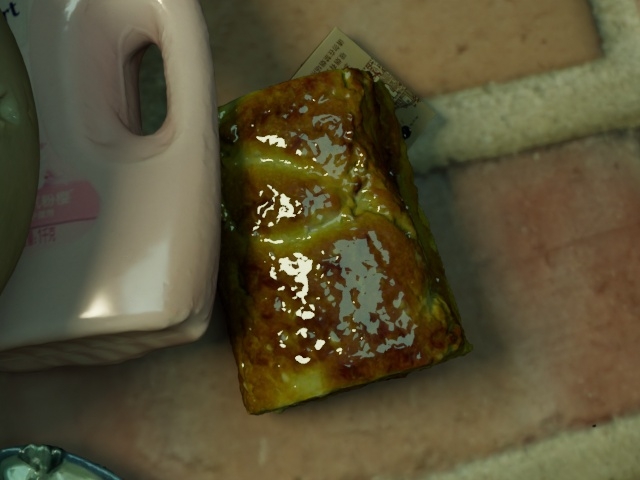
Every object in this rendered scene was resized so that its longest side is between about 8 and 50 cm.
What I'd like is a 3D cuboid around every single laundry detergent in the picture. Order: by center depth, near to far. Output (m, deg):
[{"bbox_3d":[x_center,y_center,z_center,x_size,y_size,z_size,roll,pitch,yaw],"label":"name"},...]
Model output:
[{"bbox_3d":[-0.131,-0.103,0.720,0.159,0.088,0.335,-9,73,16],"label":"laundry detergent"}]

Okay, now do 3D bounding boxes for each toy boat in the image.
[{"bbox_3d":[-0.114,0.150,0.689,0.140,0.066,0.059,37,71,-5],"label":"toy boat"}]

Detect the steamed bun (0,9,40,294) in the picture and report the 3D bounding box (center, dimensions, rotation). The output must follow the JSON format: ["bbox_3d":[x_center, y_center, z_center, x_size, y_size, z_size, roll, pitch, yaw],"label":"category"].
[{"bbox_3d":[-0.286,-0.027,0.583,0.324,0.206,0.324,2,56,-3],"label":"steamed bun"}]

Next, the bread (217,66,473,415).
[{"bbox_3d":[0.000,0.000,0.744,0.132,0.103,0.172,-16,83,2],"label":"bread"}]

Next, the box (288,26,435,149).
[{"bbox_3d":[0.022,-0.083,0.819,0.083,0.024,0.053,39,68,-4],"label":"box"}]
